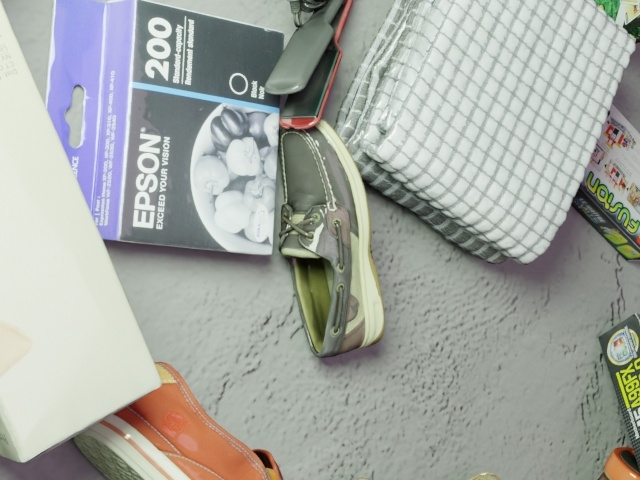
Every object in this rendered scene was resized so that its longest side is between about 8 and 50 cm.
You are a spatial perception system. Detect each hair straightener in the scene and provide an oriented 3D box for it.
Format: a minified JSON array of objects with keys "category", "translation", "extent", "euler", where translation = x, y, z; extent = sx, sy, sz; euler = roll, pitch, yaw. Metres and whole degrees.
[{"category":"hair straightener","translation":[0.003,-0.210,1.043],"extent":[0.230,0.047,0.089],"euler":[-66,146,-32]}]

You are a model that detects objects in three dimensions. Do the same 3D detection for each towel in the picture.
[{"category":"towel","translation":[0.157,-0.147,1.140],"extent":[0.235,0.121,0.283],"euler":[32,73,-27]}]

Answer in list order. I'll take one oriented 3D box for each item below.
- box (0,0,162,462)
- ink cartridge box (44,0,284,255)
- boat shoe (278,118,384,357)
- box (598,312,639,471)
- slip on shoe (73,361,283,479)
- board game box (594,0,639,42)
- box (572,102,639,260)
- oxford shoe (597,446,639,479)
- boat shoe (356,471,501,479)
[{"category":"box","translation":[-0.248,-0.008,0.843],"extent":[0.121,0.148,0.311],"euler":[-28,102,-31]},{"category":"ink cartridge box","translation":[-0.131,-0.097,0.985],"extent":[0.208,0.045,0.206],"euler":[5,85,-32]},{"category":"boat shoe","translation":[-0.001,0.001,1.047],"extent":[0.073,0.080,0.223],"euler":[-23,106,-38]},{"category":"box","translation":[0.443,0.220,1.284],"extent":[0.270,0.060,0.216],"euler":[24,40,-32]},{"category":"slip on shoe","translation":[-0.061,0.230,0.980],"extent":[0.331,0.123,0.101],"euler":[47,60,-18]},{"category":"board game box","translation":[0.377,-0.339,1.282],"extent":[0.030,0.136,0.259],"euler":[25,74,-27]},{"category":"box","translation":[0.318,-0.082,1.291],"extent":[0.207,0.036,0.114],"euler":[41,67,-26]},{"category":"oxford shoe","translation":[0.395,0.302,1.313],"extent":[0.271,0.097,0.098],"euler":[18,108,-36]},{"category":"boat shoe","translation":[0.177,0.287,1.130],"extent":[0.341,0.122,0.110],"euler":[10,83,-32]}]
